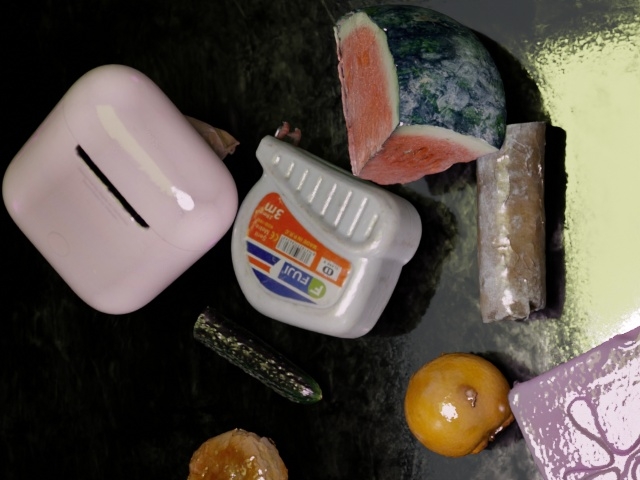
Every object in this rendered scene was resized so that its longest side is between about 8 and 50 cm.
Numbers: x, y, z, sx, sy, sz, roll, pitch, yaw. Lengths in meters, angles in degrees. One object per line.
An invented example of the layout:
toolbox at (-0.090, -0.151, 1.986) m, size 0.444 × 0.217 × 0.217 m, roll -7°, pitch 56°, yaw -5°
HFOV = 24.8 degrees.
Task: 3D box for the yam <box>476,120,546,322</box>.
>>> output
yam at (0.244, -0.024, 1.859) m, size 0.093 × 0.093 × 0.259 m, roll -2°, pitch 86°, yaw 27°

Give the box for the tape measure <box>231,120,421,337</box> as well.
tape measure at (0.000, -0.001, 1.964) m, size 0.243 × 0.125 × 0.246 m, roll 29°, pitch 98°, yaw 29°

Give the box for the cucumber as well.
cucumber at (-0.083, 0.167, 2.033) m, size 0.215 × 0.058 × 0.052 m, roll 31°, pitch 67°, yaw 22°

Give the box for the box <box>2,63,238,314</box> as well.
box at (-0.286, -0.064, 2.031) m, size 0.288 × 0.141 × 0.349 m, roll 50°, pitch 134°, yaw -1°

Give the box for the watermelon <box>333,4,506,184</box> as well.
watermelon at (0.090, -0.193, 1.873) m, size 0.318 × 0.148 × 0.226 m, roll 46°, pitch 114°, yaw 43°

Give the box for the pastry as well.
pastry at (-0.118, 0.337, 2.028) m, size 0.153 × 0.081 × 0.153 m, roll -1°, pitch 89°, yaw 31°

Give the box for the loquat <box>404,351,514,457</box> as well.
loquat at (0.175, 0.208, 1.858) m, size 0.141 × 0.141 × 0.141 m, roll -2°, pitch 87°, yaw 27°

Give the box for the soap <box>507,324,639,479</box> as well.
soap at (0.413, 0.244, 1.753) m, size 0.296 × 0.107 × 0.285 m, roll -31°, pitch 72°, yaw 21°

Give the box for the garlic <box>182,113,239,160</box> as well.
garlic at (-0.220, -0.137, 2.107) m, size 0.196 × 0.087 × 0.101 m, roll 20°, pitch 84°, yaw 29°
